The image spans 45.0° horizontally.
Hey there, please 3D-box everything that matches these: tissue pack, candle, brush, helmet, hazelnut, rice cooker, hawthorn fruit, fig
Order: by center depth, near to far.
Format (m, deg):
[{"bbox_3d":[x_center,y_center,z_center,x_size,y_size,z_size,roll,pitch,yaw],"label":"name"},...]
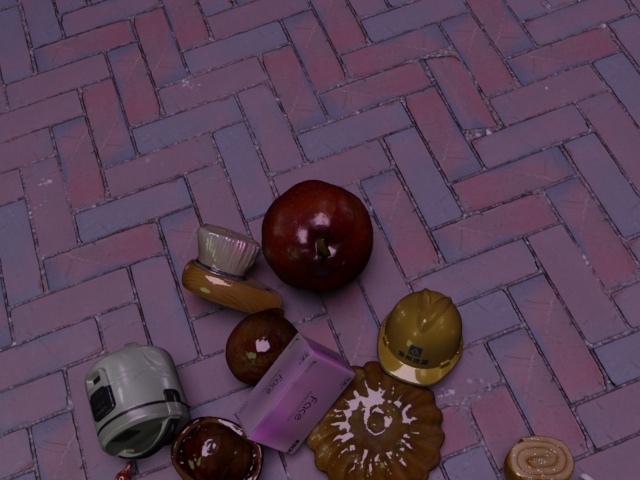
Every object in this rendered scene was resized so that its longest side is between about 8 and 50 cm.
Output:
[{"bbox_3d":[-0.226,0.482,1.729,0.202,0.160,0.170,14,97,15],"label":"hazelnut"},{"bbox_3d":[-0.060,0.347,1.734,0.246,0.148,0.092,-52,38,8],"label":"tissue pack"},{"bbox_3d":[-0.461,0.582,1.768,0.053,0.048,0.162,-5,58,53],"label":"candle"},{"bbox_3d":[-0.423,0.378,1.780,0.226,0.226,0.244,-23,64,-7],"label":"rice cooker"},{"bbox_3d":[0.244,0.199,1.813,0.205,0.140,0.257,19,42,13],"label":"helmet"},{"bbox_3d":[-0.127,0.252,1.838,0.205,0.205,0.205,-2,61,4],"label":"fig"},{"bbox_3d":[0.000,0.000,1.861,0.285,0.369,0.284,-1,97,-7],"label":"hawthorn fruit"},{"bbox_3d":[-0.204,0.077,1.928,0.267,0.174,0.166,23,95,5],"label":"brush"}]

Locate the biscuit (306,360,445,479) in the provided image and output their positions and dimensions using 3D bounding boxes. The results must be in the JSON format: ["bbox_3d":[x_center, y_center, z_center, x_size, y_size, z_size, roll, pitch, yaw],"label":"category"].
[{"bbox_3d":[0.126,0.425,1.768,0.326,0.107,0.325,-2,58,4],"label":"biscuit"}]

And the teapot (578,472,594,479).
[{"bbox_3d":[0.634,0.585,1.633,0.145,0.092,0.226,-39,64,-18],"label":"teapot"}]

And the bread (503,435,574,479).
[{"bbox_3d":[0.478,0.491,1.703,0.149,0.073,0.122,3,48,-3],"label":"bread"}]
